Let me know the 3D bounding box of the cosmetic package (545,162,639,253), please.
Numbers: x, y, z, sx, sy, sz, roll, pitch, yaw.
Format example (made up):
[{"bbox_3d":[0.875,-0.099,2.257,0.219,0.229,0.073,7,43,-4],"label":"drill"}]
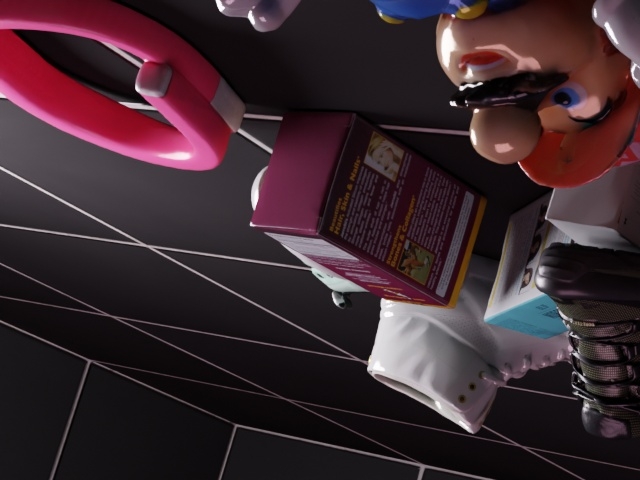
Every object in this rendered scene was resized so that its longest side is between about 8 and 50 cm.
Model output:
[{"bbox_3d":[0.244,-0.015,1.278,0.060,0.099,0.239,7,164,36],"label":"cosmetic package"}]

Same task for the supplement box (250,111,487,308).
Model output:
[{"bbox_3d":[0.042,-0.024,1.498,0.080,0.104,0.188,6,163,43],"label":"supplement box"}]

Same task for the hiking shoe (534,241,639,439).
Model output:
[{"bbox_3d":[0.209,0.077,1.229,0.086,0.114,0.227,8,165,39],"label":"hiking shoe"}]

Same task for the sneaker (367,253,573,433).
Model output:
[{"bbox_3d":[0.193,0.116,1.776,0.292,0.169,0.108,14,166,6],"label":"sneaker"}]

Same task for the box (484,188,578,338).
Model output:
[{"bbox_3d":[0.202,0.013,1.458,0.060,0.101,0.244,17,169,-8],"label":"box"}]

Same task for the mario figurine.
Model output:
[{"bbox_3d":[0.061,-0.116,0.876,0.320,0.170,0.198,34,-165,-34],"label":"mario figurine"}]

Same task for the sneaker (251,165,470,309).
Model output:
[{"bbox_3d":[0.000,0.001,1.671,0.256,0.094,0.151,24,160,-40],"label":"sneaker"}]

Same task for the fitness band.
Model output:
[{"bbox_3d":[-0.180,-0.128,1.450,0.209,0.054,0.291,12,166,20],"label":"fitness band"}]
